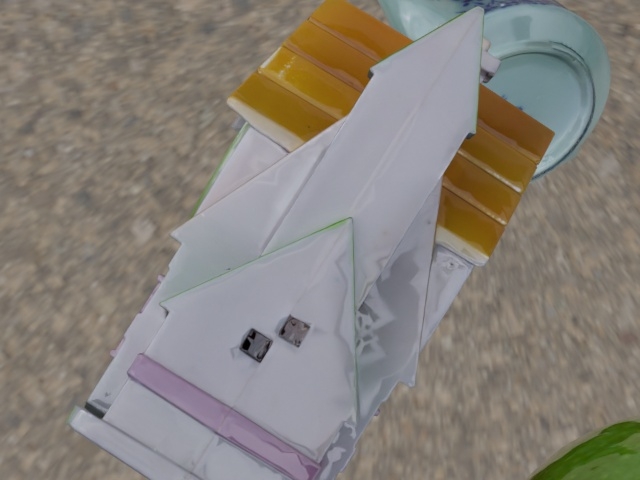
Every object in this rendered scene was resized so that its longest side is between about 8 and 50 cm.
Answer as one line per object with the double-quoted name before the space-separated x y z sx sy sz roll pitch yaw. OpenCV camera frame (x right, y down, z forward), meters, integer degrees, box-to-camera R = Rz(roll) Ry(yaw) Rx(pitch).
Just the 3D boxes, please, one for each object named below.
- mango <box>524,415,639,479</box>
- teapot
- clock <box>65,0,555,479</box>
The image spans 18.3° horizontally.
"mango" 0.149 0.201 0.695 0.201 0.382 0.225 4 109 -9
"teapot" 0.113 -0.123 1.400 0.159 0.159 0.232 -49 130 8
"clock" 0.000 0.000 1.116 0.166 0.235 0.309 33 87 0
